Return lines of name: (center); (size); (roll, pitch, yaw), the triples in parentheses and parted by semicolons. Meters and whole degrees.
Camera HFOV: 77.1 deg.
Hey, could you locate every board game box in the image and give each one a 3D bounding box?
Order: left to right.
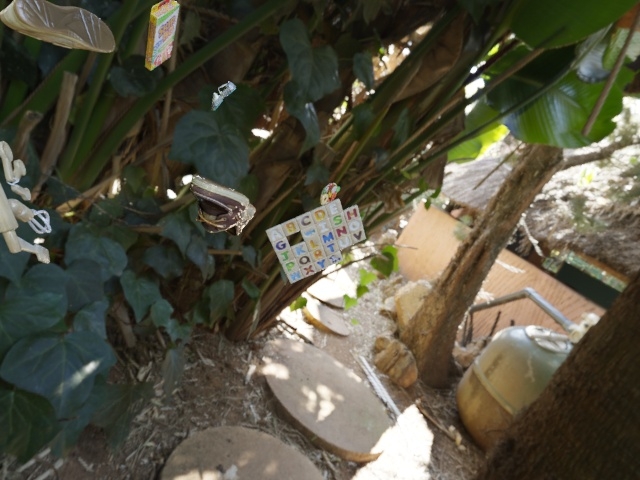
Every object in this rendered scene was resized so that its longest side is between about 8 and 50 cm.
board game box: (-0.572, -0.744, 1.449); (0.039, 0.259, 0.124); (34, 54, -6)

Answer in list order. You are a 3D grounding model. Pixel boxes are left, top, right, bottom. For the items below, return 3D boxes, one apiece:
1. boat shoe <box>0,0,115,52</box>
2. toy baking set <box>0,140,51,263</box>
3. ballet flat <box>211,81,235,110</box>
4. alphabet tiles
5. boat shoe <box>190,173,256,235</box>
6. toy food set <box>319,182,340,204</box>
boat shoe: (-0.842, -0.697, 1.314); (0.110, 0.122, 0.341); (-3, 6, 24)
toy baking set: (-0.527, -0.064, 0.705); (0.030, 0.256, 0.197); (-13, 19, -14)
ballet flat: (-0.336, -0.488, 1.347); (0.041, 0.114, 0.041); (46, 5, -5)
alphabet tiles: (0.000, 0.000, 1.043); (0.009, 0.237, 0.198); (-118, -174, -49)
boat shoe: (-0.264, -0.075, 1.067); (0.123, 0.123, 0.342); (25, -6, 4)
toy food set: (0.030, -0.160, 1.373); (0.020, 0.083, 0.083); (38, 26, 28)
